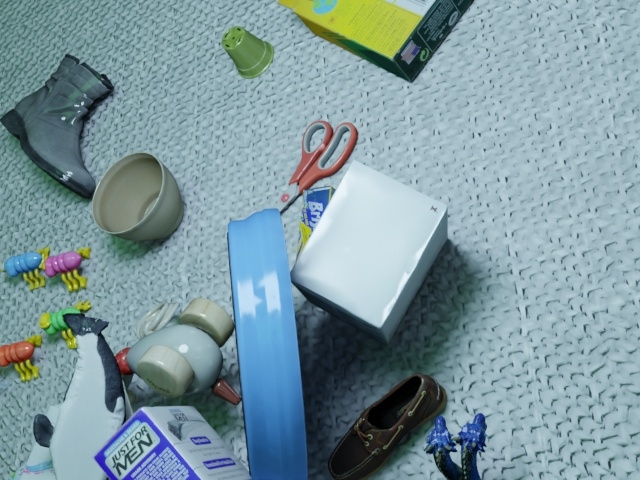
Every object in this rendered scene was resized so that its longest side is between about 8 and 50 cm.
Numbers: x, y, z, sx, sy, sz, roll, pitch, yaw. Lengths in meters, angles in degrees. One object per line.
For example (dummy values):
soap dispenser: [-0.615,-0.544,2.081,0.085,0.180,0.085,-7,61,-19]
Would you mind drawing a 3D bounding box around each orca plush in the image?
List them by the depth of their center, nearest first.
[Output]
orca plush: [-0.353,0.249,1.533,0.151,0.102,0.287,-10,95,3]

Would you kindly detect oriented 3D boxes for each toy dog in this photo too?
toy dog: [-0.235,0.215,1.594,0.220,0.161,0.334,-43,12,-20]

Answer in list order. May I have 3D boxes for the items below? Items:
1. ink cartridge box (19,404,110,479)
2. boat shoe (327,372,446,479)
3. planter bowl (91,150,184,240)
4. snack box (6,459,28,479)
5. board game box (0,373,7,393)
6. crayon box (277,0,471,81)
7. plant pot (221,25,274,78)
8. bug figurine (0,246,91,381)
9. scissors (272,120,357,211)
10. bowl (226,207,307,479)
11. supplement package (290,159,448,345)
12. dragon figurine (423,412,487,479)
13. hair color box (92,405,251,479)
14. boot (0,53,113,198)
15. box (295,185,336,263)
ink cartridge box: [-0.390,0.387,1.612,0.093,0.154,0.212,5,69,39]
boat shoe: [0.083,0.262,1.430,0.207,0.073,0.073,-46,52,6]
planter bowl: [-0.316,-0.066,1.829,0.162,0.109,0.162,-14,60,26]
snack box: [-0.472,0.413,1.729,0.141,0.037,0.100,-44,50,6]
board game box: [-0.661,0.221,1.907,0.026,0.103,0.154,-46,51,5]
crayon box: [0.094,-0.428,1.770,0.319,0.081,0.202,36,88,39]
plant pot: [-0.143,-0.358,1.887,0.083,0.079,0.083,-15,59,27]
bug figurine: [-0.528,0.112,1.897,0.216,0.072,0.278,-19,57,23]
scissors: [-0.041,-0.081,1.717,0.109,0.021,0.297,25,80,37]
bowl: [-0.077,0.152,1.395,0.077,0.391,0.391,-5,59,-4]
supplement package: [0.074,0.023,1.447,0.149,0.203,0.194,28,82,12]
dragon figurine: [0.165,0.364,1.278,0.085,0.144,0.289,3,68,34]
hair color box: [-0.134,0.379,1.363,0.110,0.185,0.339,-44,73,5]
boot: [-0.501,-0.247,2.044,0.222,0.118,0.338,-46,55,-2]
box: [0.000,0.000,1.624,0.054,0.059,0.168,-8,63,27]
